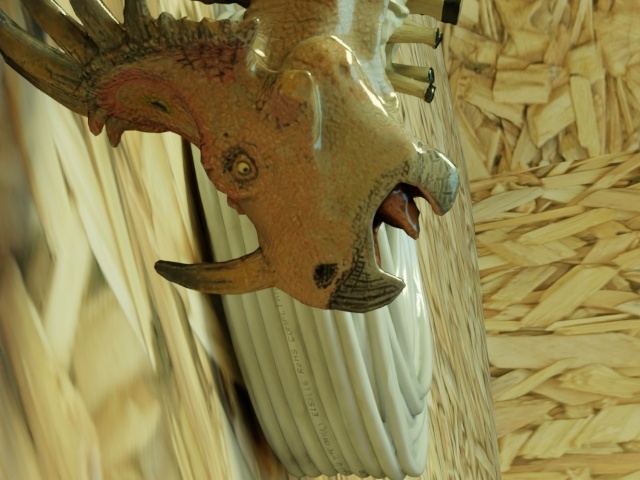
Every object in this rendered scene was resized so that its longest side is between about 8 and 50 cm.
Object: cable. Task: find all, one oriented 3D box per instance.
[{"bbox_3d":[0.000,0.000,0.965,0.257,0.089,0.257,60,23,-71],"label":"cable"}]

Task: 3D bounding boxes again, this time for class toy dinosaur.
[{"bbox_3d":[-0.045,-0.117,0.618,0.127,0.200,0.296,36,3,-35],"label":"toy dinosaur"}]

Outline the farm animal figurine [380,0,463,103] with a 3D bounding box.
[{"bbox_3d":[0.048,-0.308,1.424,0.330,0.172,0.327,-69,170,-49],"label":"farm animal figurine"}]
